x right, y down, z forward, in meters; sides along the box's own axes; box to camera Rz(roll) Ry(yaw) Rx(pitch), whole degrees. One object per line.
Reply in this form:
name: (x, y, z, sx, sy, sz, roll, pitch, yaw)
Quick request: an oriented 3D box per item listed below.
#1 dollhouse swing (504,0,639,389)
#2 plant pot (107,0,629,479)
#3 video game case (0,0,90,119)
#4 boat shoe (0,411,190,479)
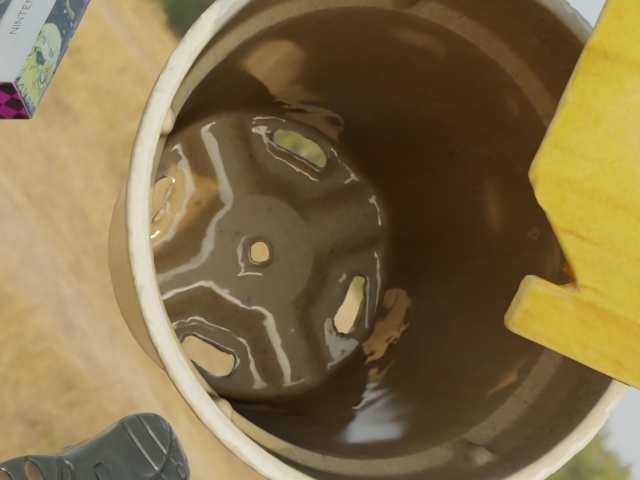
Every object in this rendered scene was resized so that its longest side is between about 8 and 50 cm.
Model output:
dollhouse swing: (0.306, -0.048, 0.877, 0.315, 0.346, 0.305, 24, 0, 12)
plant pot: (0.000, 0.000, 1.078, 0.334, 0.334, 0.305, 56, -19, -9)
video game case: (-0.283, -0.167, 1.197, 0.042, 0.232, 0.210, 74, 24, -44)
boat shoe: (-0.263, 0.260, 1.580, 0.324, 0.120, 0.122, -15, 83, -52)
